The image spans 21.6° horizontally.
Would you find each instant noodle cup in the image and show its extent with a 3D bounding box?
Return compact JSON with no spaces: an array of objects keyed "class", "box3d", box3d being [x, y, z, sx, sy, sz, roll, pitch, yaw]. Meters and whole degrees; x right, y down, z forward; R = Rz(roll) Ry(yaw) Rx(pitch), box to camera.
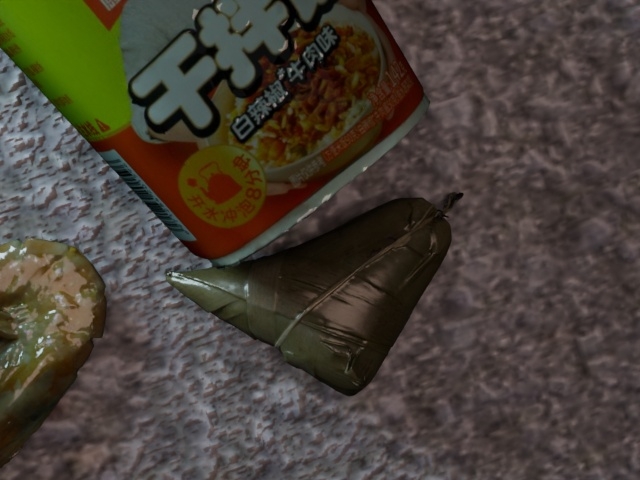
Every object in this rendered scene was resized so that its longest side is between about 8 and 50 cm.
[{"class":"instant noodle cup","box3d":[-0.096,-0.162,1.181,0.294,0.294,0.308,-38,105,-5]}]

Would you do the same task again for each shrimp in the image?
[{"class":"shrimp","box3d":[-0.246,0.094,1.266,0.115,0.051,0.217,32,89,-2]}]

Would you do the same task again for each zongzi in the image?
[{"class":"zongzi","box3d":[0.000,0.000,1.287,0.178,0.081,0.189,31,83,2]}]
